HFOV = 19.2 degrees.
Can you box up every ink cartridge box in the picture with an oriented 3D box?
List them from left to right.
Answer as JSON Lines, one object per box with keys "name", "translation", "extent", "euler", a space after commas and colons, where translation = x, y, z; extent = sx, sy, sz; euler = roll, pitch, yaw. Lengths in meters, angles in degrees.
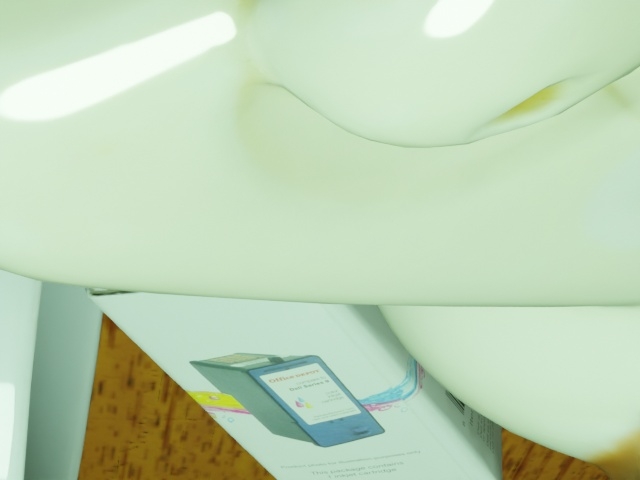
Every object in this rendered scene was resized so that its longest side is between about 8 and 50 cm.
{"name": "ink cartridge box", "translation": [0.000, 0.000, 0.774], "extent": [0.093, 0.154, 0.212], "euler": [-9, 147, 20]}

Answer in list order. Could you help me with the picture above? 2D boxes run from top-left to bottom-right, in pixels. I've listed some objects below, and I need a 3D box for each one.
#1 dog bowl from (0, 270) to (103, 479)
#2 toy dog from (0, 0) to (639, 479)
{"name": "dog bowl", "translation": [-0.140, 0.013, 0.701], "extent": [0.104, 0.265, 0.265], "euler": [7, 148, -2]}
{"name": "toy dog", "translation": [0.059, -0.058, 0.505], "extent": [0.395, 0.284, 0.408], "euler": [-46, 144, 7]}
